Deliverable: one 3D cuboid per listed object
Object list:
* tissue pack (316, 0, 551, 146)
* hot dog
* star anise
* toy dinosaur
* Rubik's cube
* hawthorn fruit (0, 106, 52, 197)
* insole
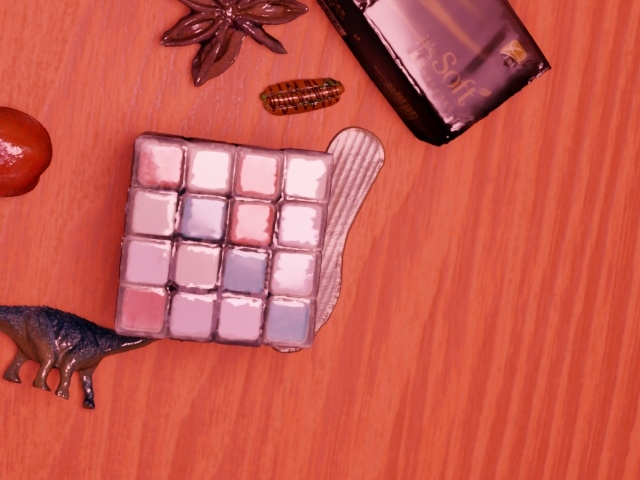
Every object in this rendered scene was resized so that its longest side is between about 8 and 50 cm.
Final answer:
[{"bbox_3d":[0.114,-0.329,1.571,0.198,0.210,0.370,-37,102,2],"label":"tissue pack"},{"bbox_3d":[-0.025,-0.205,1.643,0.122,0.037,0.049,-12,101,-6],"label":"hot dog"},{"bbox_3d":[-0.132,-0.330,1.592,0.212,0.073,0.197,-22,103,-9],"label":"star anise"},{"bbox_3d":[-0.370,0.145,1.609,0.362,0.076,0.147,15,74,-12],"label":"toy dinosaur"},{"bbox_3d":[-0.131,-0.006,1.534,0.253,0.256,0.259,8,94,-8],"label":"Rubik's cube"},{"bbox_3d":[-0.422,-0.115,1.551,0.128,0.128,0.128,-1,97,-9],"label":"hawthorn fruit"},{"bbox_3d":[0.000,0.000,1.684,0.119,0.009,0.349,23,92,-10],"label":"insole"}]
